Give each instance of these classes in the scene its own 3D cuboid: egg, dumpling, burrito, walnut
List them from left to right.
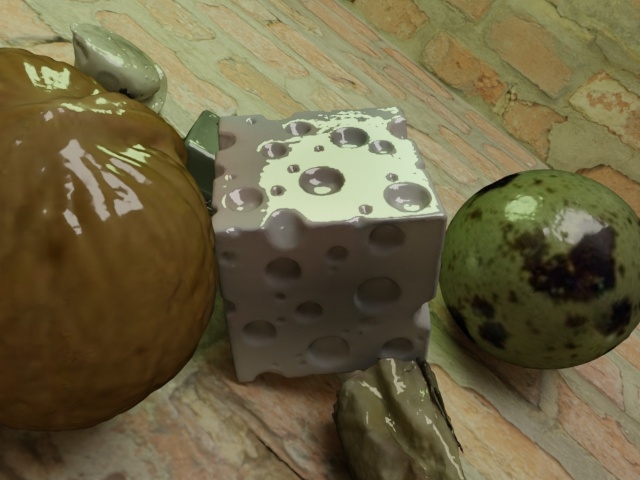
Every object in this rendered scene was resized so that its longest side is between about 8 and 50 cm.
[{"bbox_3d":[-0.232,0.006,0.492,0.332,0.333,0.333,25,33,-18],"label":"walnut"},{"bbox_3d":[-0.339,-0.290,1.002,0.176,0.092,0.150,28,35,-16],"label":"dumpling"},{"bbox_3d":[0.117,0.296,0.633,0.135,0.190,0.332,-14,46,-9],"label":"burrito"},{"bbox_3d":[0.396,0.047,1.047,0.345,0.345,0.428,50,31,21],"label":"egg"}]

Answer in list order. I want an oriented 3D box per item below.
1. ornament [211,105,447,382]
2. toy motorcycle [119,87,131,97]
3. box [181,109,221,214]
[{"bbox_3d":[0.000,0.000,0.734,0.239,0.239,0.240,-4,40,-4],"label":"ornament"},{"bbox_3d":[-0.334,-0.143,0.721,0.327,0.188,0.143,40,38,5],"label":"toy motorcycle"},{"bbox_3d":[-0.175,-0.132,0.955,0.124,0.093,0.172,27,32,-15],"label":"box"}]
